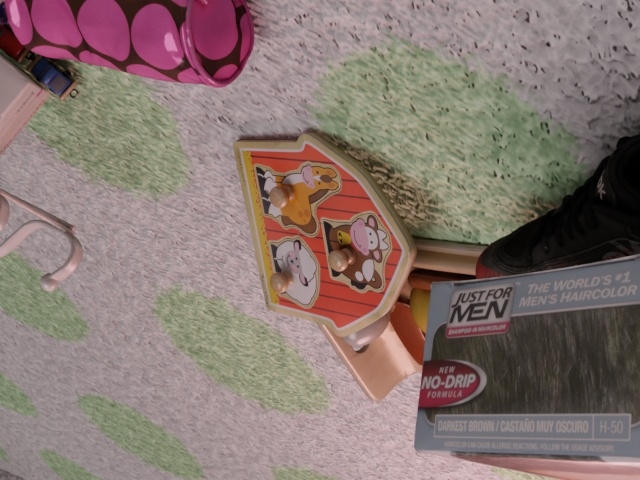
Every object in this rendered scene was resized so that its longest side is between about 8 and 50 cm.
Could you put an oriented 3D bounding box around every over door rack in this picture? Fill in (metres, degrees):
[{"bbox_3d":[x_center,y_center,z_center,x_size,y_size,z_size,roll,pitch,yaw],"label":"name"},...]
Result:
[{"bbox_3d":[-0.412,-0.076,1.090,0.324,0.108,0.239,38,178,36],"label":"over door rack"}]

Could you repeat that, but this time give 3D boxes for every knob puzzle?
[{"bbox_3d":[0.000,0.000,0.947,0.213,0.030,0.213,22,124,37],"label":"knob puzzle"}]

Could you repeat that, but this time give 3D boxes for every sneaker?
[{"bbox_3d":[0.204,-0.008,0.745,0.276,0.097,0.135,-10,131,49],"label":"sneaker"}]

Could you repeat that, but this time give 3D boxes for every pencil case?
[{"bbox_3d":[-0.156,-0.181,0.852,0.209,0.095,0.098,13,131,28],"label":"pencil case"}]

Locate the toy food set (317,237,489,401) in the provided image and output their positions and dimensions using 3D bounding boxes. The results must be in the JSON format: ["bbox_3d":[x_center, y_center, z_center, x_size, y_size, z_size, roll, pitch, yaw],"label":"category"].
[{"bbox_3d":[0.135,0.106,0.999,0.306,0.092,0.220,8,143,39],"label":"toy food set"}]

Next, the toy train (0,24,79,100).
[{"bbox_3d":[-0.296,-0.190,1.030,0.158,0.027,0.036,40,180,-14],"label":"toy train"}]

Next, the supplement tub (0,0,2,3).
[{"bbox_3d":[-0.245,-0.231,0.747,0.117,0.190,0.117,23,152,13],"label":"supplement tub"}]

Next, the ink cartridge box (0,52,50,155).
[{"bbox_3d":[-0.330,-0.139,1.036,0.090,0.092,0.143,40,178,-6],"label":"ink cartridge box"}]

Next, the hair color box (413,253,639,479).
[{"bbox_3d":[0.263,0.113,0.699,0.374,0.113,0.185,18,162,-33],"label":"hair color box"}]
